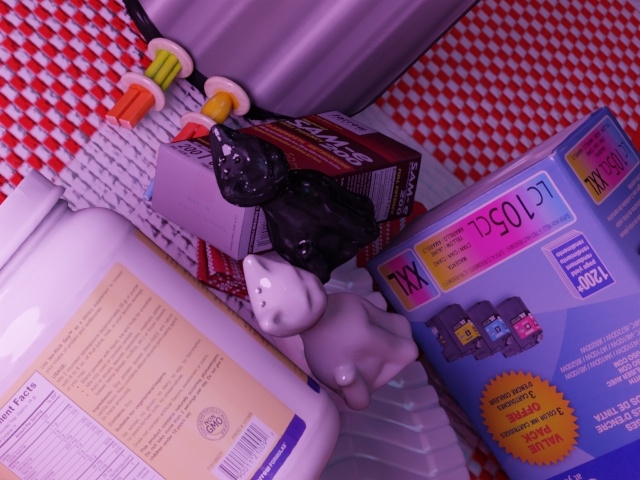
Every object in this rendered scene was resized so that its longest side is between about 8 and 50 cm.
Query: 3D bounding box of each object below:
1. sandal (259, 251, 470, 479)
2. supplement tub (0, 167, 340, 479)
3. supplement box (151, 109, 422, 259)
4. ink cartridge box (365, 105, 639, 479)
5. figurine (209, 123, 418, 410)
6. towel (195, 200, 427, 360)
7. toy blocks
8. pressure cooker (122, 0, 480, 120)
[{"bbox_3d":[0.030,0.170,1.764,0.169,0.102,0.416,5,51,-29],"label":"sandal"},{"bbox_3d":[-0.175,0.124,1.550,0.331,0.241,0.241,41,44,-7],"label":"supplement tub"},{"bbox_3d":[-0.030,-0.058,1.834,0.130,0.073,0.239,29,30,37],"label":"supplement box"},{"bbox_3d":[0.270,0.105,1.867,0.395,0.270,0.151,54,40,-5],"label":"ink cartridge box"},{"bbox_3d":[-0.017,0.020,1.623,0.209,0.092,0.215,36,31,-54],"label":"figurine"},{"bbox_3d":[0.000,0.000,1.927,0.275,0.031,0.199,20,50,-26],"label":"towel"},{"bbox_3d":[-0.155,-0.112,1.864,0.123,0.054,0.148,33,61,-2],"label":"toy blocks"},{"bbox_3d":[0.031,-0.361,1.920,0.376,0.420,0.369,14,54,-30],"label":"pressure cooker"}]
